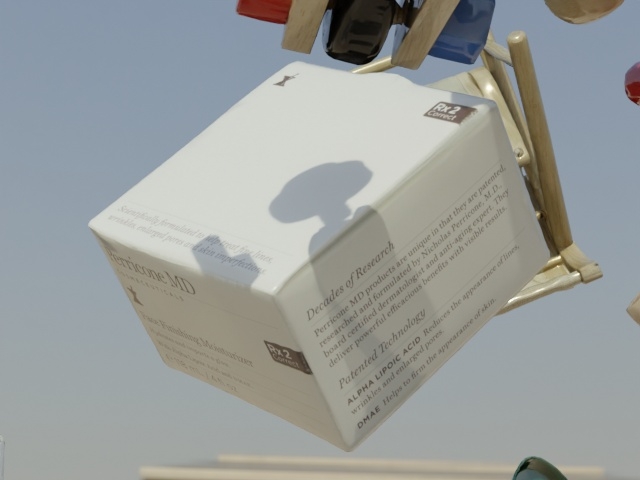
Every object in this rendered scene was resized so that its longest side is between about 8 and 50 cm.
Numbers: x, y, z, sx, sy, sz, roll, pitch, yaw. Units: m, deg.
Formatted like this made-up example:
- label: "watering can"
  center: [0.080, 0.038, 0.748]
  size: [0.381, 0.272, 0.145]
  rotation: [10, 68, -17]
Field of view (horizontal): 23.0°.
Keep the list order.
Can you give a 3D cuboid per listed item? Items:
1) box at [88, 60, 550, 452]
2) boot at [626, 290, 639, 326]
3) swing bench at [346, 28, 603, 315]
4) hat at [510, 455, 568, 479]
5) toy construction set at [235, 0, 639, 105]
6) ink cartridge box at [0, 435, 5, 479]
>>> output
- label: "box"
  center: [0.000, 0.000, 0.906]
  size: [0.181, 0.182, 0.119]
  rotation: [18, -39, 48]
- label: "boot"
  center: [0.132, 0.043, 0.482]
  size: [0.087, 0.118, 0.042]
  rotation: [35, -28, 4]
- label: "swing bench"
  center: [0.091, -0.045, 1.460]
  size: [0.253, 0.255, 0.165]
  rotation: [-20, 17, -3]
- label: "hat"
  center: [0.221, 0.167, 0.867]
  size: [0.183, 0.173, 0.208]
  rotation: [-31, 6, 20]
- label: "toy construction set"
  center: [0.082, -0.171, 0.626]
  size: [0.309, 0.257, 0.237]
  rotation: [39, -4, -11]
- label: "ink cartridge box"
  center: [-0.206, 0.170, 0.607]
  size: [0.093, 0.154, 0.212]
  rotation: [11, -29, -32]
